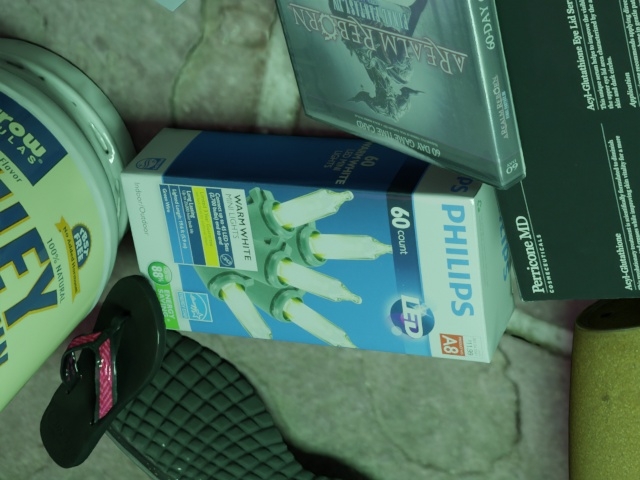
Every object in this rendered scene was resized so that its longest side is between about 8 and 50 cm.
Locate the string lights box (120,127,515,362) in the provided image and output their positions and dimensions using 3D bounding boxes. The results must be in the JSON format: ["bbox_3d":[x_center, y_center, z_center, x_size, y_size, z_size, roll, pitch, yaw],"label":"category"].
[{"bbox_3d":[0.000,0.000,1.134,0.260,0.077,0.133,4,122,22],"label":"string lights box"}]

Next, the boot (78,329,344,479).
[{"bbox_3d":[-0.089,0.232,1.311,0.338,0.118,0.223,41,139,5],"label":"boot"}]

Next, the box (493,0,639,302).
[{"bbox_3d":[0.191,-0.098,0.968,0.184,0.103,0.261,-3,120,24],"label":"box"}]

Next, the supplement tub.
[{"bbox_3d":[-0.285,0.015,1.115,0.235,0.325,0.235,12,125,18],"label":"supplement tub"}]

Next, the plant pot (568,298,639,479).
[{"bbox_3d":[0.259,0.154,1.045,0.237,0.237,0.254,-12,100,30],"label":"plant pot"}]

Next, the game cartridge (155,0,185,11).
[{"bbox_3d":[-0.115,-0.199,1.097,0.056,0.017,0.083,-36,102,33],"label":"game cartridge"}]

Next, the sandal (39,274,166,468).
[{"bbox_3d":[-0.167,0.102,1.183,0.067,0.040,0.179,49,121,27],"label":"sandal"}]

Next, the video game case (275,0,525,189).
[{"bbox_3d":[0.026,-0.175,0.950,0.196,0.026,0.274,25,137,48],"label":"video game case"}]
